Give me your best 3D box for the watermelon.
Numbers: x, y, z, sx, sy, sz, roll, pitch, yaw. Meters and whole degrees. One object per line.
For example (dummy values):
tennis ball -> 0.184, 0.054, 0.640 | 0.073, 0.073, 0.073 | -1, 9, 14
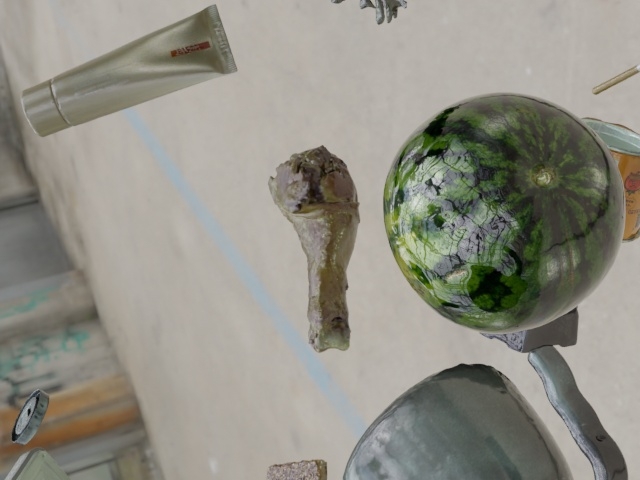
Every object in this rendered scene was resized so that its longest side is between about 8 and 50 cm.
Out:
watermelon -> 0.213, -0.031, 1.327 | 0.285, 0.285, 0.285 | 48, 146, 49

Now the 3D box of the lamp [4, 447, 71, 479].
lamp -> -0.485, 0.541, 2.000 | 0.047, 0.269, 0.266 | -24, 112, 28

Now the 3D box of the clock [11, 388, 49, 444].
clock -> -0.420, 0.256, 1.637 | 0.085, 0.017, 0.085 | -45, 26, 30

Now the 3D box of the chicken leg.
chicken leg -> 0.002, -0.014, 1.878 | 0.211, 0.140, 0.361 | 53, -155, -47

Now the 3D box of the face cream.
face cream -> -0.308, -0.263, 1.814 | 0.084, 0.341, 0.137 | 60, -170, -65

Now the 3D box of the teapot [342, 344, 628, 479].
teapot -> 0.206, 0.260, 1.138 | 0.305, 0.223, 0.285 | -53, 55, 15

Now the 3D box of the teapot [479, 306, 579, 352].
teapot -> 0.296, 0.092, 1.569 | 0.087, 0.177, 0.096 | 24, 110, 49

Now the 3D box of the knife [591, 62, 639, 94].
knife -> 0.545, -0.297, 1.855 | 0.256, 0.046, 0.022 | -27, 86, 52

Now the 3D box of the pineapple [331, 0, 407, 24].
pineapple -> 0.021, -0.405, 1.626 | 0.169, 0.340, 0.169 | -26, 53, 40

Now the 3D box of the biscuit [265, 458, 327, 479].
biscuit -> -0.038, 0.425, 1.568 | 0.131, 0.026, 0.236 | -21, 62, 52

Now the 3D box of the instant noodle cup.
instant noodle cup -> 0.512, -0.116, 2.076 | 0.216, 0.216, 0.172 | 47, 130, 49
